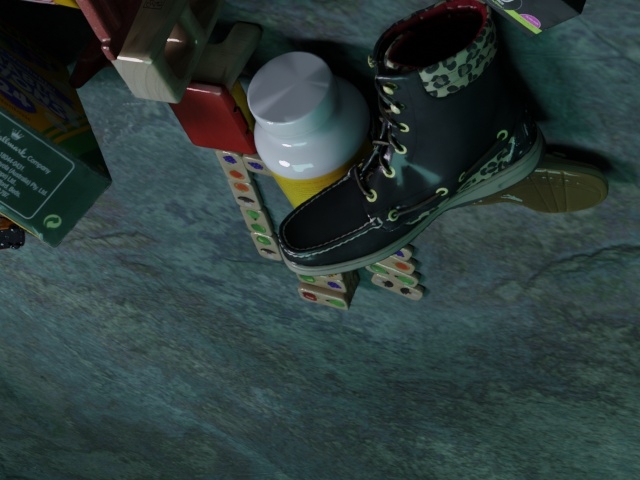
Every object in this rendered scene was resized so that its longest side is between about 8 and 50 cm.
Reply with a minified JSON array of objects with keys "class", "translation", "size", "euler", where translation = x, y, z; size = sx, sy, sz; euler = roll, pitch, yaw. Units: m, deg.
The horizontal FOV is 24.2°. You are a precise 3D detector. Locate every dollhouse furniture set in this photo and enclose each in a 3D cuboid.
[{"class":"dollhouse furniture set","translation":[-0.189,-0.177,1.190],"size":[0.201,0.152,0.374],"euler":[12,155,22]}]

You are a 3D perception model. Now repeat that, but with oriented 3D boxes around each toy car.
[{"class":"toy car","translation":[-0.412,-0.037,1.859],"size":[0.040,0.060,0.122],"euler":[-120,10,-48]}]

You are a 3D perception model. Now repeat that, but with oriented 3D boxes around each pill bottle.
[{"class":"pill bottle","translation":[0.004,-0.080,1.298],"size":[0.103,0.103,0.184],"euler":[10,154,26]}]

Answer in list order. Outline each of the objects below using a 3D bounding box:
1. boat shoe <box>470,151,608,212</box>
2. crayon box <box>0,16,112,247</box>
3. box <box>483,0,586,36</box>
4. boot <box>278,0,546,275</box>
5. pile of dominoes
[{"class":"boat shoe","translation":[0.174,-0.058,1.286],"size":[0.153,0.048,0.056],"euler":[0,137,28]},{"class":"crayon box","translation":[-0.309,-0.143,1.316],"size":[0.203,0.083,0.323],"euler":[36,-170,-31]},{"class":"box","translation":[0.143,-0.187,0.970],"size":[0.062,0.083,0.052],"euler":[31,155,-22]},{"class":"boot","translation":[0.053,-0.080,1.171],"size":[0.236,0.085,0.179],"euler":[-27,142,1]},{"class":"pile of dominoes","translation":[0.000,0.000,1.555],"size":[0.196,0.040,0.251],"euler":[14,156,18]}]
